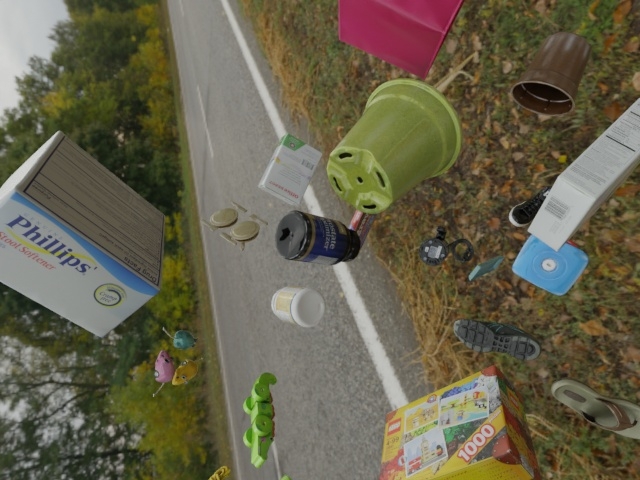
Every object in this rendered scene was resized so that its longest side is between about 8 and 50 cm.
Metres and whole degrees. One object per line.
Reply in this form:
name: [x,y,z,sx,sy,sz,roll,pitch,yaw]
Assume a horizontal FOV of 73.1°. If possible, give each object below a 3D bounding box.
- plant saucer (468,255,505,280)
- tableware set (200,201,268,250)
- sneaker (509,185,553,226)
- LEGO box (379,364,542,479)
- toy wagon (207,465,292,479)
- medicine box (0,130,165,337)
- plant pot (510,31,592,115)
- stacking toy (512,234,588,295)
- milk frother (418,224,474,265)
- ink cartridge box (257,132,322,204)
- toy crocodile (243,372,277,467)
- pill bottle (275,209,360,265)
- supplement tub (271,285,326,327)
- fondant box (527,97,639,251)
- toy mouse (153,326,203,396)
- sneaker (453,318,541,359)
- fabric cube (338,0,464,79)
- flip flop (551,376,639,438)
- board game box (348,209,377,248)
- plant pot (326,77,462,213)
plant saucer: [0.578,0.093,1.502,0.018,0.192,0.067,48,129,29]
tableware set: [-0.256,-0.040,1.296,0.194,0.128,0.039,30,143,38]
sneaker: [0.775,-0.136,1.550,0.079,0.216,0.121,52,149,19]
LEGO box: [0.470,0.722,1.524,0.500,0.193,0.372,-37,12,26]
toy wagon: [-0.151,0.624,0.907,0.068,0.267,0.345,15,131,53]
medicine box: [-0.436,-0.019,0.785,0.149,0.263,0.289,-39,34,8]
plant pot: [0.632,-0.453,1.168,0.165,0.166,0.167,-64,23,-2]
stacking toy: [0.755,0.032,1.406,0.175,0.301,0.166,30,119,20]
milk frother: [0.394,0.031,1.344,0.143,0.134,0.129,37,104,15]
ink cartridge box: [-0.111,-0.254,1.575,0.213,0.154,0.093,-66,20,-7]
toy crocodile: [-0.206,0.623,1.530,0.115,0.105,0.341,-60,23,28]
pill bottle: [0.000,0.000,1.113,0.122,0.219,0.123,-9,77,43]
supplement tub: [-0.088,0.247,1.640,0.199,0.144,0.145,-3,87,57]
fondant box: [0.682,-0.155,1.066,0.096,0.330,0.238,44,164,26]
toy mouse: [-0.290,0.236,0.880,0.161,0.031,0.143,-48,-43,-57]
sneaker: [0.569,0.314,1.398,0.267,0.106,0.101,15,105,28]
fabric cube: [0.213,-0.597,1.037,0.259,0.258,0.254,-63,-5,-1]
flip flop: [0.790,0.479,1.204,0.080,0.276,0.112,-43,-24,-61]
board game box: [0.142,-0.078,1.364,0.027,0.145,0.282,27,99,22]
plant pot: [0.157,-0.208,1.042,0.276,0.254,0.276,30,145,24]
